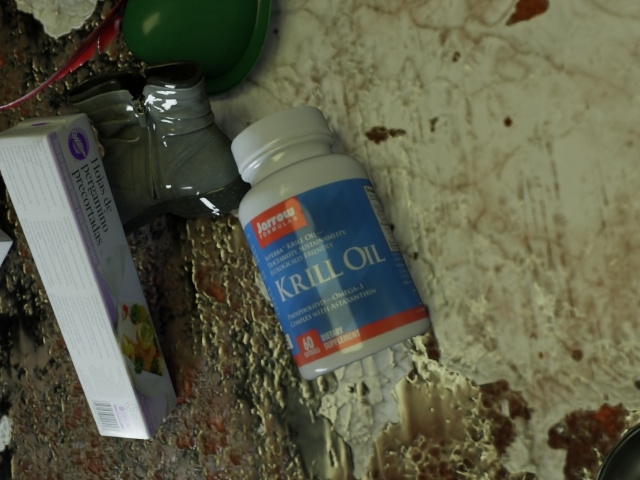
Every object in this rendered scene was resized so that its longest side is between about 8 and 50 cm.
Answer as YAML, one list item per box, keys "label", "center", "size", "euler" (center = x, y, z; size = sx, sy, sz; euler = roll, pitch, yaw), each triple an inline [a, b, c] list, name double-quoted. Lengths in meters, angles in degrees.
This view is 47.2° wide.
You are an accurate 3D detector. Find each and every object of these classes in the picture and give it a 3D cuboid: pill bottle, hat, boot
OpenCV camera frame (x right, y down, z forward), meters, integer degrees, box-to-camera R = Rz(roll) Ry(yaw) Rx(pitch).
- label: "pill bottle"
  center: [0.000, 0.000, 0.653]
  size: [0.124, 0.124, 0.221]
  euler: [-27, 80, 19]
- label: "hat"
  center: [-0.169, -0.209, 0.674]
  size: [0.173, 0.183, 0.208]
  euler: [21, 112, 29]
- label: "boot"
  center: [-0.198, -0.088, 0.711]
  size: [0.246, 0.161, 0.083]
  euler: [-13, 42, 16]

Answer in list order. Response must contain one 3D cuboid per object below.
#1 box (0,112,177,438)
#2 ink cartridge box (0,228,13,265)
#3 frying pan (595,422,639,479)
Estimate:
- label: "box"
  center: [-0.215, 0.044, 0.697]
  size: [0.067, 0.063, 0.324]
  euler: [-2, 116, 20]
- label: "ink cartridge box"
  center: [-0.507, 0.047, 0.830]
  size: [0.171, 0.168, 0.233]
  euler: [35, 102, 18]
- label: "frying pan"
  center: [0.349, 0.280, 0.553]
  size: [0.197, 0.053, 0.326]
  euler: [-39, 73, 17]
